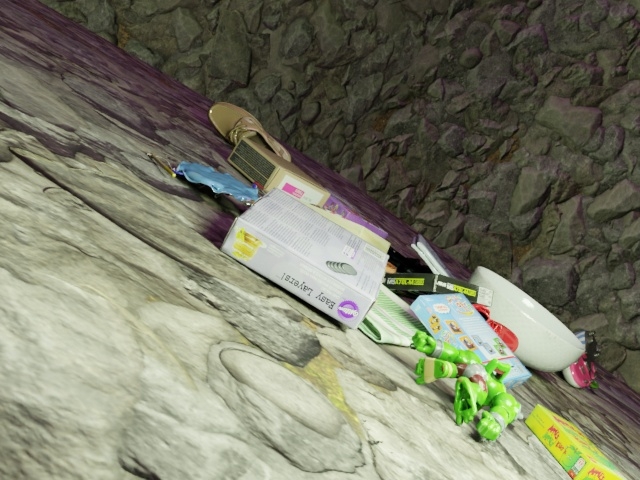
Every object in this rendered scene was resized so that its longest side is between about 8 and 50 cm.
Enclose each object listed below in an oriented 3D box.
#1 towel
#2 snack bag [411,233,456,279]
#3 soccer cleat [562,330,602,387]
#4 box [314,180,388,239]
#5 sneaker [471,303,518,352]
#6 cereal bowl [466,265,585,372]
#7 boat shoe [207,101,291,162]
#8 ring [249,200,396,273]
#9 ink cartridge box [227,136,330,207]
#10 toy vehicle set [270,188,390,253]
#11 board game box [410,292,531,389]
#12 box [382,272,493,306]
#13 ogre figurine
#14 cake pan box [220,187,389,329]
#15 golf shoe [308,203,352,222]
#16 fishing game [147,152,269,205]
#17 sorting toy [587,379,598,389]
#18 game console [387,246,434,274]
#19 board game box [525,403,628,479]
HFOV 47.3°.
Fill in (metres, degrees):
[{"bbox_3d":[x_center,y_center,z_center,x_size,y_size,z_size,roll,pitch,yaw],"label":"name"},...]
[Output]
[{"bbox_3d":[0.094,0.113,1.348,0.248,0.038,0.324,39,10,29],"label":"towel"},{"bbox_3d":[0.383,0.127,2.151,0.343,0.037,0.323,51,8,1],"label":"snack bag"},{"bbox_3d":[0.779,0.381,2.268,0.331,0.143,0.116,-25,90,-58],"label":"soccer cleat"},{"bbox_3d":[0.065,-0.099,2.381,0.201,0.057,0.293,27,11,-42],"label":"box"},{"bbox_3d":[0.355,0.197,1.573,0.221,0.087,0.128,18,-13,-15],"label":"sneaker"},{"bbox_3d":[0.501,0.223,1.883,0.339,0.141,0.339,34,12,-8],"label":"cereal bowl"},{"bbox_3d":[-0.243,-0.350,2.415,0.341,0.122,0.110,36,8,10],"label":"boat shoe"},{"bbox_3d":[0.000,0.000,1.509,0.336,0.032,0.336,24,4,-2],"label":"ring"},{"bbox_3d":[-0.115,-0.175,2.025,0.193,0.088,0.234,42,11,38],"label":"ink cartridge box"},{"bbox_3d":[0.018,-0.041,1.706,0.266,0.035,0.166,24,-2,31],"label":"toy vehicle set"},{"bbox_3d":[0.282,0.189,1.370,0.160,0.039,0.211,2,44,-49],"label":"board game box"},{"bbox_3d":[0.244,0.107,1.582,0.190,0.045,0.184,17,-10,-37],"label":"box"},{"bbox_3d":[0.224,0.214,1.078,0.118,0.097,0.197,12,9,-38],"label":"ogre figurine"},{"bbox_3d":[-0.013,0.018,1.205,0.245,0.070,0.267,32,18,0],"label":"cake pan box"},{"bbox_3d":[0.034,-0.042,1.900,0.186,0.068,0.086,33,7,-6],"label":"golf shoe"},{"bbox_3d":[-0.200,-0.107,1.442,0.264,0.041,0.189,13,16,-41],"label":"fishing game"},{"bbox_3d":[0.845,0.446,2.349,0.061,0.042,0.102,0,44,-48],"label":"sorting toy"},{"bbox_3d":[0.288,0.091,2.207,0.213,0.044,0.361,38,10,17],"label":"game console"},{"bbox_3d":[0.426,0.353,1.222,0.092,0.043,0.181,31,9,-17],"label":"board game box"}]
